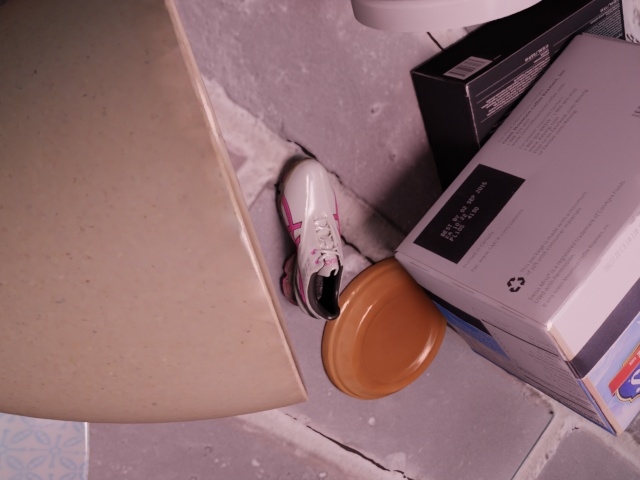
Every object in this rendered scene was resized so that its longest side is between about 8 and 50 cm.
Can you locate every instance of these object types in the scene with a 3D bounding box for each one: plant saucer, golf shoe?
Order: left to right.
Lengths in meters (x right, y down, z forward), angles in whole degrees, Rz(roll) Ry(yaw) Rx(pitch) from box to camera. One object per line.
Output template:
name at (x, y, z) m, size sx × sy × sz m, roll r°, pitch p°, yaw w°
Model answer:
golf shoe at (0.000, 0.000, 0.976) m, size 0.067 × 0.086 × 0.186 m, roll -17°, pitch 118°, yaw -29°
plant saucer at (0.093, 0.119, 1.129) m, size 0.199 × 0.037 × 0.200 m, roll -15°, pitch 118°, yaw -30°

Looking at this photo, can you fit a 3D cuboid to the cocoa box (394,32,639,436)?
cocoa box at (0.305, -0.014, 0.966) m, size 0.347 × 0.231 × 0.228 m, roll -49°, pitch 129°, yaw -10°

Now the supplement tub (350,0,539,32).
supplement tub at (0.098, -0.380, 0.779) m, size 0.241 × 0.241 × 0.331 m, roll -29°, pitch 124°, yaw -24°

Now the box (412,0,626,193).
box at (0.256, -0.180, 1.076) m, size 0.261 × 0.103 × 0.184 m, roll -34°, pitch 124°, yaw -21°

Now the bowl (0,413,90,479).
bowl at (-0.331, 0.179, 0.740) m, size 0.155 × 0.289 × 0.290 m, roll -4°, pitch 121°, yaw 12°

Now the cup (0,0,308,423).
cup at (-0.171, -0.013, 0.595) m, size 0.236 × 0.331 × 0.331 m, roll -18°, pitch 122°, yaw -3°
